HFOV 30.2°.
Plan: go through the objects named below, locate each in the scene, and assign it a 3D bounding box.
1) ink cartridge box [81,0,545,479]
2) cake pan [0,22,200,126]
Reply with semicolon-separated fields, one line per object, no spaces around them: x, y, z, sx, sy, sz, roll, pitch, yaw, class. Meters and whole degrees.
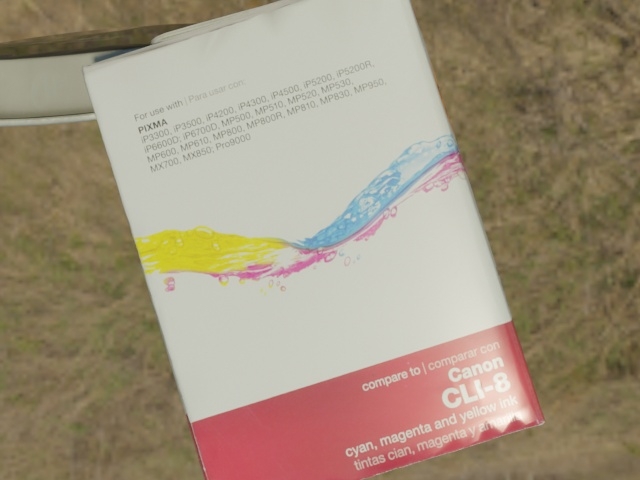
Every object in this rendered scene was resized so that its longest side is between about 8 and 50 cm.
0.000;0.000;0.484;0.127;0.176;0.128;-18;178;5;ink cartridge box
-0.204;-0.157;1.085;0.293;0.054;0.293;-5;-165;1;cake pan
